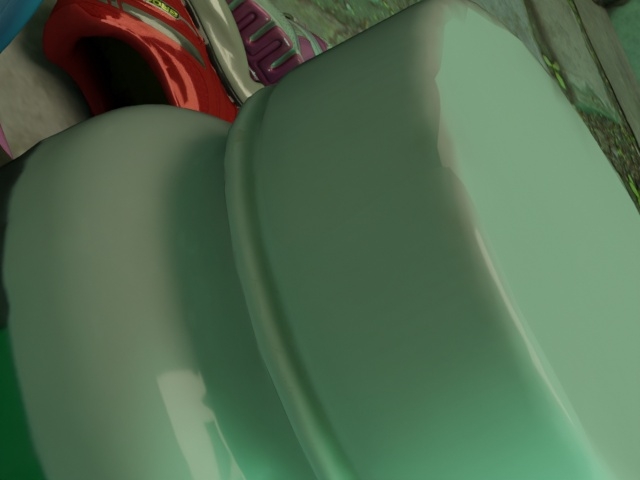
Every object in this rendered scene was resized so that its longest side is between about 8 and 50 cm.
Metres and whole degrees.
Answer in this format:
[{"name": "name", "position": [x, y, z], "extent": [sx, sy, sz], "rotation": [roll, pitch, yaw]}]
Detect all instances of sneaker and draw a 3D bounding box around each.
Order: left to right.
[{"name": "sneaker", "position": [-0.073, -0.035, 1.144], "extent": [0.279, 0.107, 0.118], "rotation": [56, 40, -11]}, {"name": "sneaker", "position": [-0.041, -0.101, 1.277], "extent": [0.252, 0.103, 0.111], "rotation": [52, 18, -43]}]

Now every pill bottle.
[{"name": "pill bottle", "position": [-0.078, 0.086, 0.565], "extent": [0.204, 0.361, 0.204], "rotation": [49, 24, -32]}]

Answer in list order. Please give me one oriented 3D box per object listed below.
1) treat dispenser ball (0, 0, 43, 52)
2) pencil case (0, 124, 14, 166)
[{"name": "treat dispenser ball", "position": [-0.213, -0.164, 0.652], "extent": [0.288, 0.288, 0.288], "rotation": [49, 24, -32]}, {"name": "pencil case", "position": [-0.193, -0.059, 0.865], "extent": [0.098, 0.095, 0.209], "rotation": [-15, 76, -53]}]
